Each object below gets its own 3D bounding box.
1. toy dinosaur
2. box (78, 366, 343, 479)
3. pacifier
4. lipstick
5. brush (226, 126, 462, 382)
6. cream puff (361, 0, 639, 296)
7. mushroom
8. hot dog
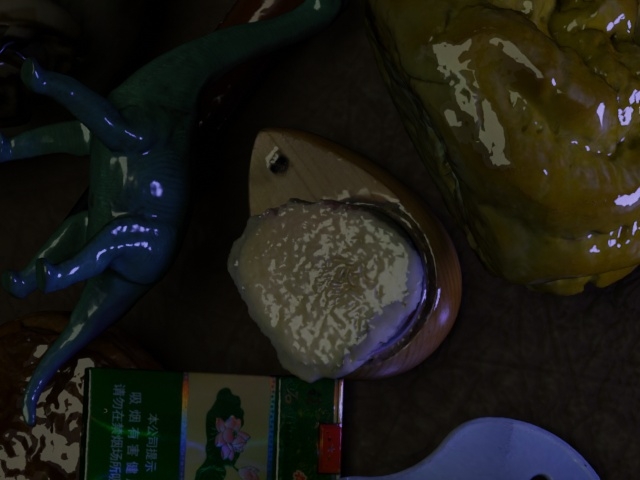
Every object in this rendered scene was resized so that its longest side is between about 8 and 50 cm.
[{"bbox_3d":[-0.117,-0.044,1.664,0.129,0.331,0.383,21,114,59],"label":"toy dinosaur"},{"bbox_3d":[-0.096,0.182,1.668,0.235,0.034,0.132,4,83,-15],"label":"box"},{"bbox_3d":[0.120,0.272,1.513,0.299,0.233,0.244,-24,75,-11],"label":"pacifier"},{"bbox_3d":[-0.099,-0.148,1.756,0.077,0.077,0.418,42,99,21],"label":"lipstick"},{"bbox_3d":[0.000,0.000,1.652,0.174,0.166,0.266,-40,69,14],"label":"brush"},{"bbox_3d":[0.195,-0.131,1.538,0.257,0.291,0.324,-24,54,-4],"label":"cream puff"},{"bbox_3d":[-0.317,-0.203,1.693,0.362,0.362,0.294,-47,49,11],"label":"mushroom"},{"bbox_3d":[-0.272,0.256,1.734,0.267,0.174,0.387,18,81,21],"label":"hot dog"}]
